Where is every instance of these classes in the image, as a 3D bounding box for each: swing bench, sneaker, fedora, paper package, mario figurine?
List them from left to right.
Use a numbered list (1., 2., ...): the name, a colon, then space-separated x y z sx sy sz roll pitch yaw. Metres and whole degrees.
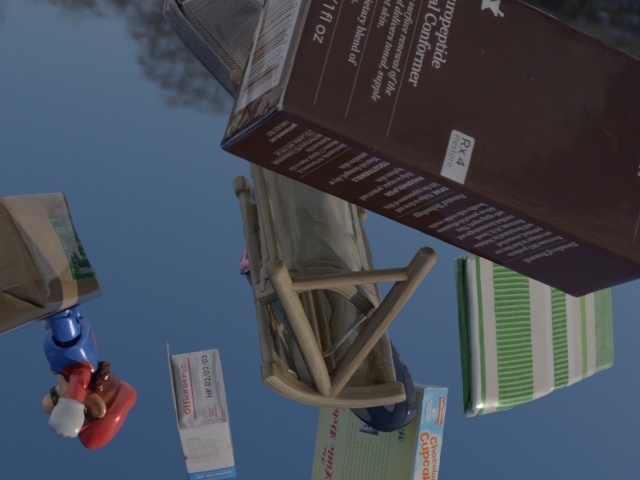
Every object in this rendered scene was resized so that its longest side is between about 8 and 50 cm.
1. paper package: -0.480 0.061 1.926 0.309 0.168 0.325 -20 180 5
2. mario figurine: -0.423 0.200 2.354 0.170 0.321 0.198 0 -154 35
3. fedora: -0.083 -0.253 1.924 0.275 0.124 0.244 45 -172 -39
4. swing bench: 0.000 0.000 1.452 0.165 0.255 0.253 -4 -127 -10
5. sneaker: 0.000 0.126 1.843 0.319 0.112 0.131 55 -147 -4

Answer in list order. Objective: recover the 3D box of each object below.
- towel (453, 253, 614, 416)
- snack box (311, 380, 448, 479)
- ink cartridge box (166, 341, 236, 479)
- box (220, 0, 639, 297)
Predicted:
1. towel: 0.310 0.103 2.080 0.324 0.248 0.038 -16 -164 -42
2. snack box: 0.070 0.347 2.004 0.187 0.322 0.060 7 180 43
3. ink cartridge box: -0.141 0.203 1.742 0.061 0.181 0.104 -9 -125 -4
4. box: 0.125 -0.107 1.271 0.381 0.191 0.143 21 161 -21
